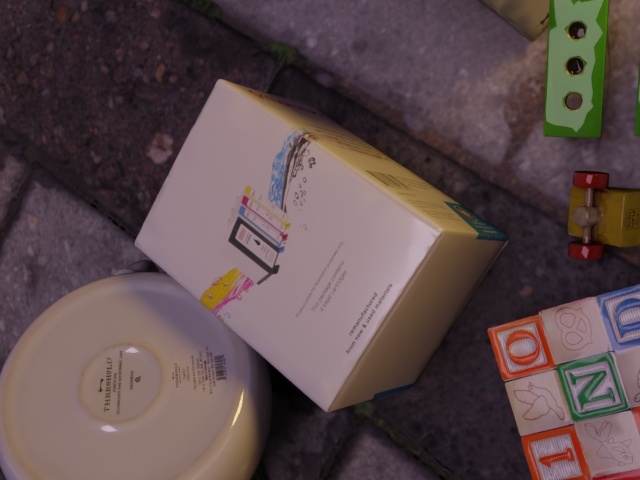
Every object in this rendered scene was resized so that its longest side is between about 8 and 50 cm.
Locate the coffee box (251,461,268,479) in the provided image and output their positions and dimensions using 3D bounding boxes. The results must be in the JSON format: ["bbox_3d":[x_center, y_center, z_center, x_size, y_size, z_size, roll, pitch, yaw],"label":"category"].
[{"bbox_3d":[-0.132,0.270,0.879,0.184,0.040,0.113,-33,71,24],"label":"coffee box"}]

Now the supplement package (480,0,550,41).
[{"bbox_3d":[0.109,-0.328,0.670,0.262,0.199,0.198,46,109,21],"label":"supplement package"}]

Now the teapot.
[{"bbox_3d":[-0.155,0.161,0.783,0.253,0.187,0.256,30,66,22],"label":"teapot"}]

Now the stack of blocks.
[{"bbox_3d":[0.257,0.182,0.643,0.171,0.087,0.297,-21,79,27],"label":"stack of blocks"}]

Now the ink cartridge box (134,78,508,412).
[{"bbox_3d":[0.000,0.000,0.739,0.233,0.171,0.168,37,106,25],"label":"ink cartridge box"}]

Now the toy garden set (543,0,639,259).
[{"bbox_3d":[0.295,-0.084,0.649,0.244,0.049,0.203,4,101,21],"label":"toy garden set"}]
